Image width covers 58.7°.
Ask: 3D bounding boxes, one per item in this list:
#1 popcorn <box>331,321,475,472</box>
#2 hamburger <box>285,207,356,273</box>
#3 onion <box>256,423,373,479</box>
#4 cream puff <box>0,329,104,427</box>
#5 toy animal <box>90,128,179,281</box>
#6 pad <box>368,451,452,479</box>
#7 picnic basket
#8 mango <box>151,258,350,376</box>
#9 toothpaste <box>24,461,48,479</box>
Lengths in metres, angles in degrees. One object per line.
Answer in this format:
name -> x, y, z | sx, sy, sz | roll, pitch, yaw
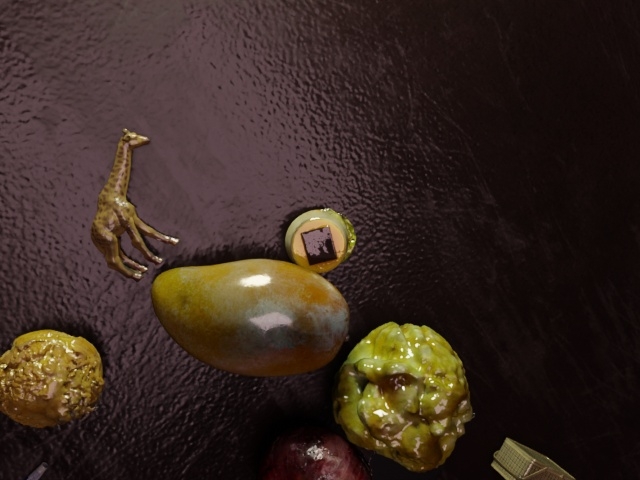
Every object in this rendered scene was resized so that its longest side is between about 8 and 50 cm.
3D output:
popcorn -> 0.166, 0.300, 1.146 | 0.282, 0.247, 0.281 | 0, 88, -12
hamburger -> 0.000, 0.000, 1.131 | 0.141, 0.081, 0.126 | -31, 104, 4
onion -> -0.021, 0.492, 1.119 | 0.252, 0.219, 0.252 | 12, 125, 19
cream puff -> -0.483, 0.254, 1.013 | 0.189, 0.129, 0.188 | -2, 101, -12
toy animal -> -0.353, -0.060, 1.038 | 0.149, 0.054, 0.275 | -17, 102, -15
pad -> 0.179, 0.545, 1.310 | 0.181, 0.004, 0.267 | 35, 89, -18
picnic basket -> 0.501, 0.546, 1.341 | 0.164, 0.115, 0.079 | 29, 88, -18
mango -> -0.128, 0.138, 1.063 | 0.384, 0.199, 0.221 | 14, 105, -6
toothpaste -> -0.554, 0.458, 1.086 | 0.024, 0.015, 0.083 | 41, 92, -19
